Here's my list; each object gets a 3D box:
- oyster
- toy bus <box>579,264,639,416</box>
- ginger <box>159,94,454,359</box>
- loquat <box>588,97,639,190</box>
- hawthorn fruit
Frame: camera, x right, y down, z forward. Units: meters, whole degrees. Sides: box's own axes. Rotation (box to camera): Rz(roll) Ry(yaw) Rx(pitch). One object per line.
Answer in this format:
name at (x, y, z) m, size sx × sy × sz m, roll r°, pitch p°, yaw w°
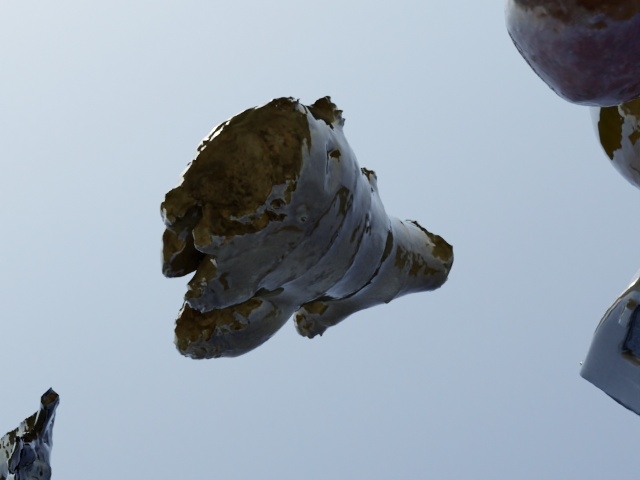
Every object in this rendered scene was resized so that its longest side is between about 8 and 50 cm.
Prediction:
oyster at (-0.293, 0.262, 1.125) m, size 0.221 × 0.096 × 0.361 m, roll -47°, pitch -177°, yaw -42°
toy bus at (0.328, 0.113, 0.879) m, size 0.342 × 0.138 × 0.097 m, roll 31°, pitch -128°, yaw 20°
ginger at (-0.009, 0.023, 1.288) m, size 0.166 × 0.375 × 0.236 m, roll 9°, pitch -112°, yaw 41°
loquat at (0.258, -0.100, 1.018) m, size 0.137 × 0.163 × 0.163 m, roll 5°, pitch -147°, yaw -23°
hawthorn fruit at (0.097, -0.079, 0.433) m, size 0.066 × 0.067 × 0.103 m, roll -38°, pitch -175°, yaw -20°
